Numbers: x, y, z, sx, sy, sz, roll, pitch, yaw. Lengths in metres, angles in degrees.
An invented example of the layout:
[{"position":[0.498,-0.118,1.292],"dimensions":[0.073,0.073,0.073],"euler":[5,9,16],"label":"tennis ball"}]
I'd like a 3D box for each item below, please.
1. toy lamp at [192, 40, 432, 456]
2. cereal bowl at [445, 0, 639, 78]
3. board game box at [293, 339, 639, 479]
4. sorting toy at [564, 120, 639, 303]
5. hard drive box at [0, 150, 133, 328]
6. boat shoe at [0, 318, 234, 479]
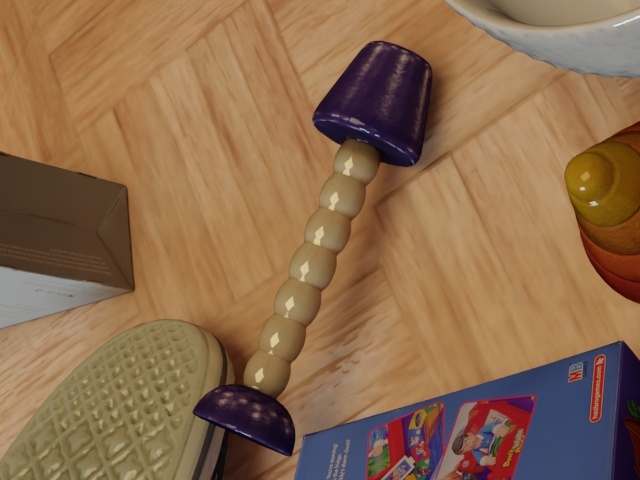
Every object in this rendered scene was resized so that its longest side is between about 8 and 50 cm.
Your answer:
[{"position":[0.000,0.000,1.111],"dimensions":[0.080,0.080,0.274],"euler":[17,78,37],"label":"toy lamp"},{"position":[0.217,-0.236,0.948],"dimensions":[0.339,0.141,0.339],"euler":[-25,52,36],"label":"cereal bowl"},{"position":[0.072,0.237,0.930],"dimensions":[0.233,0.078,0.347],"euler":[-20,38,32],"label":"board game box"},{"position":[0.270,-0.087,0.924],"dimensions":[0.365,0.126,0.127],"euler":[-33,64,28],"label":"sorting toy"},{"position":[-0.287,0.011,1.273],"dimensions":[0.232,0.181,0.089],"euler":[-16,72,32],"label":"hard drive box"},{"position":[-0.156,0.297,1.149],"dimensions":[0.187,0.156,0.500],"euler":[0,68,38],"label":"boat shoe"}]
